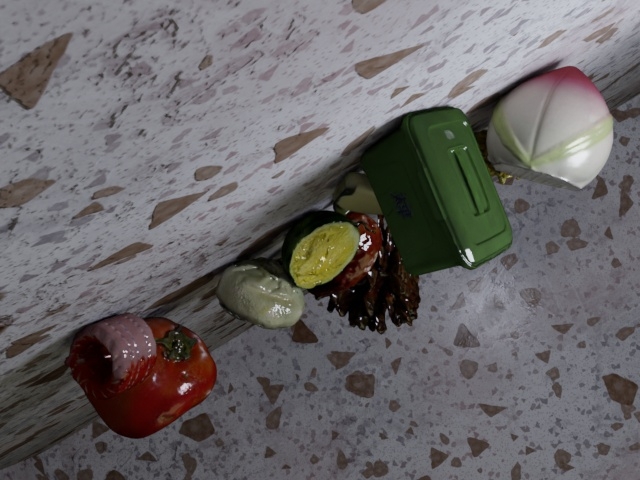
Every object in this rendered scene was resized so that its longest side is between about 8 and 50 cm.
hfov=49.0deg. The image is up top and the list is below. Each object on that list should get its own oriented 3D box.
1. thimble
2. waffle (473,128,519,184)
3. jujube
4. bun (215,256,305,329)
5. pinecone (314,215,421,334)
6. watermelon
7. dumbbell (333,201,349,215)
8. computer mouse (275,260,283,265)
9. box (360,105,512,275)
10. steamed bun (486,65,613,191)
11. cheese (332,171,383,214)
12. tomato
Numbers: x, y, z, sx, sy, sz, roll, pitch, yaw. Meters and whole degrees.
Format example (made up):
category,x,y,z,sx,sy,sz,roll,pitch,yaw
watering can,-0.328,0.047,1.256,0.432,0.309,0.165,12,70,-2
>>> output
category,x,y,z,sx,sy,sz,roll,pitch,yaw
thimble,-0.460,0.257,1.564,0.189,0.163,0.125,-36,172,35
waffle,0.533,-0.255,1.925,0.245,0.254,0.052,-28,136,-5
jujube,0.049,0.038,1.969,0.197,0.197,0.290,-22,162,-49
bun,-0.143,0.124,1.795,0.239,0.239,0.141,-16,137,-62
pinecone,0.148,0.108,2.234,0.397,0.398,0.398,-30,172,-4
watermelon,-0.006,0.005,1.766,0.232,0.127,0.204,-49,140,6
dumbbell,0.064,-0.098,1.737,0.052,0.046,0.118,-34,173,-16
computer mouse,-0.179,0.123,2.049,0.233,0.096,0.137,-28,168,9
box,0.239,-0.097,1.459,0.177,0.329,0.252,-21,179,41
steamed bun,0.562,-0.284,1.696,0.309,0.309,0.309,-30,172,-4
cheese,0.159,-0.089,1.600,0.251,0.054,0.127,14,159,-13
tomato,-0.444,0.350,1.818,0.290,0.293,0.325,-48,175,25
